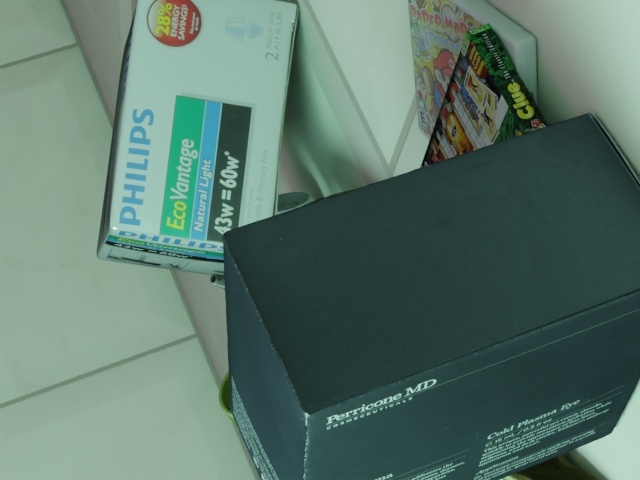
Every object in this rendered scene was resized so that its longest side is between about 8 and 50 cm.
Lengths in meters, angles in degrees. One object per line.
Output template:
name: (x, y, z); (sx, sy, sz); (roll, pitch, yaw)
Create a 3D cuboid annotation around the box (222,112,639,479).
box: (0.105, 0.090, 1.139); (0.312, 0.343, 0.179); (96, 152, -57)

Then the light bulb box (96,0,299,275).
light bulb box: (-0.188, -0.147, 1.890); (0.361, 0.225, 0.357); (153, 123, -75)

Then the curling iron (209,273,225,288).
curling iron: (-0.083, 0.083, 2.066); (0.068, 0.274, 0.035); (35, 104, 34)

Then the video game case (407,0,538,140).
video game case: (0.150, -0.150, 1.292); (0.227, 0.026, 0.206); (-128, 23, -51)

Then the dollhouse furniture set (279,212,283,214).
dollhouse furniture set: (0.000, 0.000, 1.846); (0.076, 0.059, 0.152); (65, -170, 20)

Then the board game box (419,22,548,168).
board game box: (0.156, -0.080, 1.259); (0.136, 0.030, 0.259); (62, 163, 22)

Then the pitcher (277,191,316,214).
pitcher: (-0.031, 0.026, 2.017); (0.178, 0.126, 0.207); (-72, -28, -66)

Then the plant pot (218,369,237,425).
plant pot: (0.052, 0.263, 1.788); (0.293, 0.275, 0.275); (59, 170, -20)

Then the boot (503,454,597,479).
boot: (0.253, 0.306, 1.407); (0.213, 0.077, 0.165); (38, 147, 59)

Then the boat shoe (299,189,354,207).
boat shoe: (0.056, 0.035, 1.662); (0.355, 0.132, 0.130); (-138, 32, -64)
